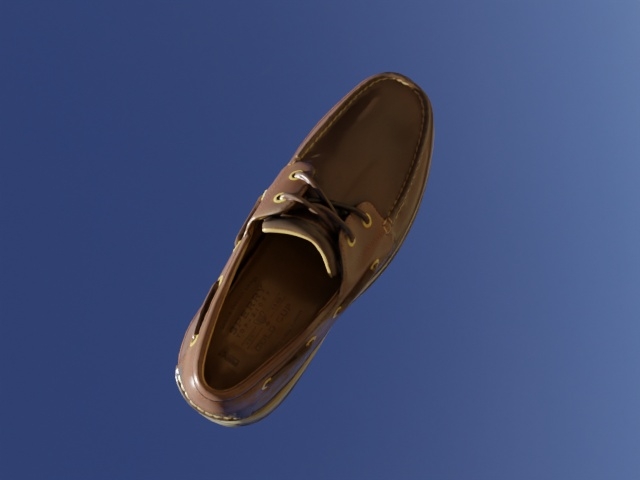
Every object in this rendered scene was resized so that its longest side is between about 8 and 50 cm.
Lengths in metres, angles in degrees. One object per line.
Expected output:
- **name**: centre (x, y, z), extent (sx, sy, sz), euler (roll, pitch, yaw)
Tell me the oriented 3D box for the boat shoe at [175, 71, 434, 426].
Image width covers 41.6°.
- **boat shoe**: centre (-0.001, 0.000, 0.362), extent (0.178, 0.064, 0.060), euler (-58, -4, -12)
